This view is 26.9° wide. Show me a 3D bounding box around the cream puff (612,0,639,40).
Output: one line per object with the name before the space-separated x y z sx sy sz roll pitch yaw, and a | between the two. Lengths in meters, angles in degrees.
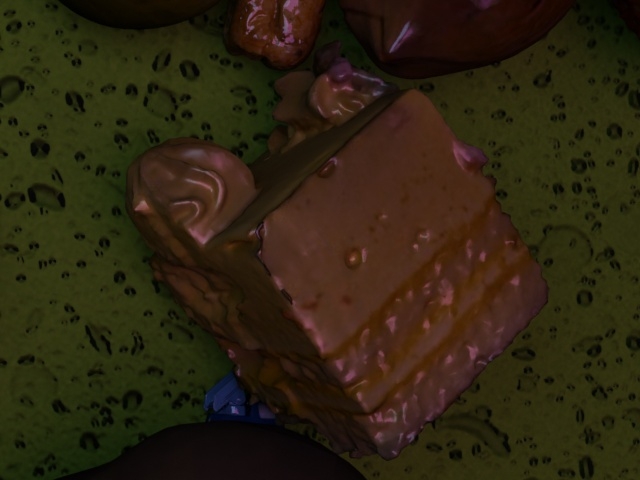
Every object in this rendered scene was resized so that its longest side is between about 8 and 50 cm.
cream puff | 0.391 -0.307 1.227 0.350 0.229 0.350 -7 106 -25

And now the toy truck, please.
toy truck | -0.066 0.146 1.209 0.073 0.056 0.090 7 84 -23

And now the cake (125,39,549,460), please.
cake | 0.000 0.000 1.105 0.227 0.222 0.286 -42 109 -27

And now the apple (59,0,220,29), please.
apple | -0.144 -0.264 1.058 0.196 0.157 0.196 -4 76 17

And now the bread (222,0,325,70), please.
bread | -0.026 -0.251 1.146 0.083 0.114 0.211 11 94 -7

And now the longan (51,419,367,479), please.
longan | -0.108 0.323 1.049 0.404 0.336 0.404 0 121 0

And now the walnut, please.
walnut | 0.127 -0.240 1.138 0.203 0.203 0.298 49 49 -18
